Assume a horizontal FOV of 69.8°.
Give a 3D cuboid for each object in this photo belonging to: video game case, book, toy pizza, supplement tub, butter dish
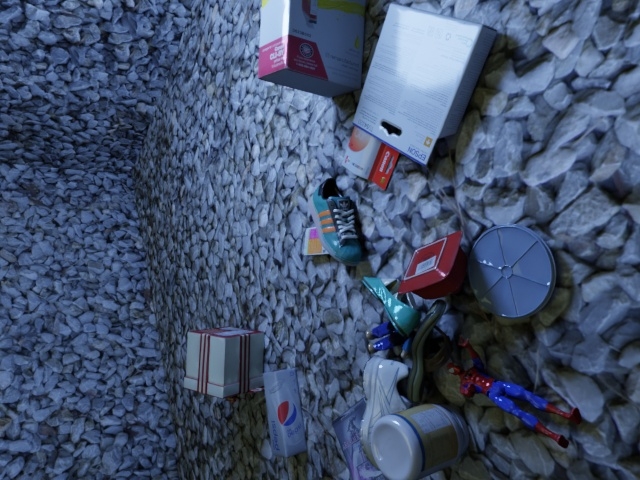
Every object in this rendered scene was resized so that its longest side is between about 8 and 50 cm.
[{"bbox_3d":[0.137,0.621,1.326,0.196,0.026,0.274,-53,50,38],"label":"video game case"},{"bbox_3d":[0.000,0.000,1.516,0.144,0.035,0.096,-6,81,53],"label":"book"},{"bbox_3d":[0.402,0.065,0.970,0.201,0.032,0.201,0,91,54],"label":"toy pizza"},{"bbox_3d":[0.230,0.459,1.054,0.144,0.200,0.144,-2,87,53],"label":"supplement tub"},{"bbox_3d":[0.283,0.079,1.072,0.160,0.118,0.160,-29,23,49],"label":"butter dish"}]

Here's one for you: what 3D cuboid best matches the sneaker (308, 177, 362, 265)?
[{"bbox_3d":[0.052,-0.064,1.381,0.121,0.108,0.302,-60,44,39],"label":"sneaker"}]

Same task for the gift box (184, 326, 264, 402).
[{"bbox_3d":[-0.355,0.487,1.817,0.255,0.276,0.258,0,85,40],"label":"gift box"}]

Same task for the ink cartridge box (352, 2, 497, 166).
[{"bbox_3d":[0.242,-0.399,1.167,0.324,0.071,0.330,45,127,43],"label":"ink cartridge box"}]

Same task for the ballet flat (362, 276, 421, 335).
[{"bbox_3d":[0.194,0.151,1.209,0.087,0.083,0.247,-41,32,4],"label":"ballet flat"}]

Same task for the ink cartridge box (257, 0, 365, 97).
[{"bbox_3d":[-0.019,-0.649,1.343,0.160,0.279,0.384,7,95,53],"label":"ink cartridge box"}]

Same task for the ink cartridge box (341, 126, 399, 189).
[{"bbox_3d":[0.142,-0.246,1.318,0.179,0.045,0.145,48,126,46],"label":"ink cartridge box"}]

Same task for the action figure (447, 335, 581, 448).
[{"bbox_3d":[0.361,0.296,0.938,0.091,0.139,0.280,-50,32,-16],"label":"action figure"}]

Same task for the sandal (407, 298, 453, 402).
[{"bbox_3d":[0.268,0.265,1.086,0.086,0.120,0.302,16,124,23],"label":"sandal"}]

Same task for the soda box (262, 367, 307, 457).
[{"bbox_3d":[-0.128,0.605,1.628,0.098,0.091,0.286,-24,70,50],"label":"soda box"}]

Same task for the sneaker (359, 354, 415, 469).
[{"bbox_3d":[0.178,0.457,1.201,0.129,0.111,0.297,-1,89,32],"label":"sneaker"}]

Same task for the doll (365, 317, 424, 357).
[{"bbox_3d":[0.205,0.249,1.221,0.189,0.046,0.129,-35,52,41],"label":"doll"}]
